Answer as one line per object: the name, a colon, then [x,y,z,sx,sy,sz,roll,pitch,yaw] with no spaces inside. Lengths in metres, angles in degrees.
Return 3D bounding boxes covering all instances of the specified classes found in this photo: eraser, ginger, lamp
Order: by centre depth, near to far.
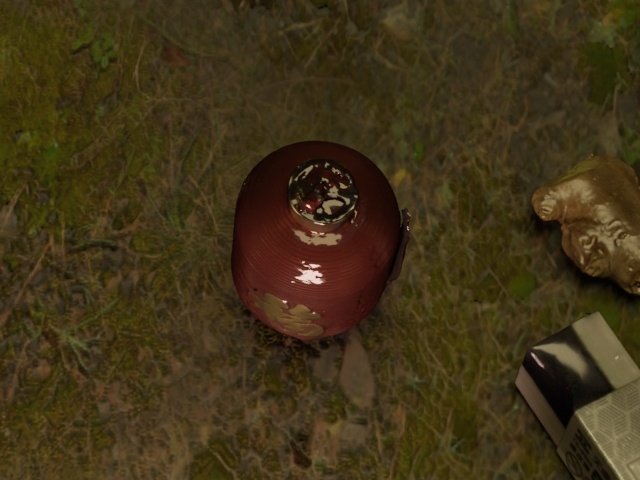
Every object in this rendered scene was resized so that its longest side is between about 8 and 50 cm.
eraser: [0.341,0.265,1.708,0.096,0.098,0.404,-24,64,-17]
lamp: [0.000,0.000,1.755,0.180,0.258,0.180,2,66,-5]
ginger: [0.330,-0.003,1.881,0.213,0.074,0.137,43,67,14]
